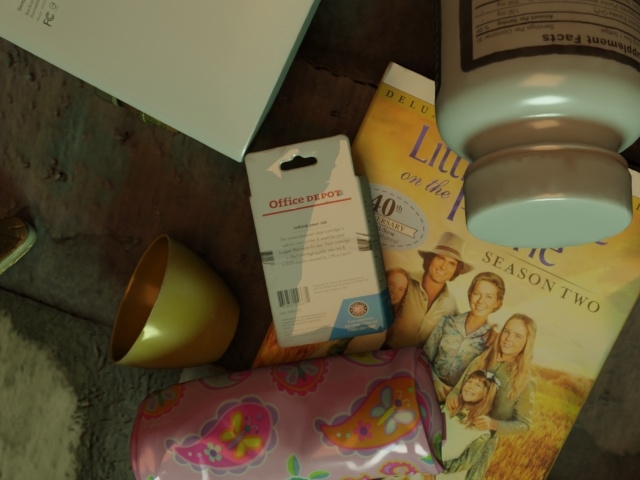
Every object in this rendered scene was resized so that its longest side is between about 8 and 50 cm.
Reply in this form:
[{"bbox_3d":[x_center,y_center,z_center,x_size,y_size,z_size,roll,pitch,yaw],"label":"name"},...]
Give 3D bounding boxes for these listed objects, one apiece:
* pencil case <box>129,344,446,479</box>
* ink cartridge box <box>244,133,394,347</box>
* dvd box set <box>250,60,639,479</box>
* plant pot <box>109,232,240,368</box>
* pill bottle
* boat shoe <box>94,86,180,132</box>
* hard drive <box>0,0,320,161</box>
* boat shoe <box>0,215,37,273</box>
[{"bbox_3d":[-0.030,0.175,0.919,0.284,0.124,0.124,-13,93,12],"label":"pencil case"},{"bbox_3d":[0.000,0.000,0.925,0.104,0.060,0.180,-10,91,13],"label":"ink cartridge box"},{"bbox_3d":[0.119,0.081,0.972,0.307,0.062,0.421,26,98,6],"label":"dvd box set"},{"bbox_3d":[-0.137,0.073,0.991,0.095,0.134,0.134,24,99,-22],"label":"plant pot"},{"bbox_3d":[0.182,-0.163,0.836,0.176,0.176,0.319,-1,73,9],"label":"pill bottle"},{"bbox_3d":[-0.107,-0.252,0.965,0.104,0.111,0.307,27,108,2],"label":"boat shoe"},{"bbox_3d":[-0.163,-0.231,0.901,0.307,0.040,0.203,28,108,3],"label":"hard drive"},{"bbox_3d":[-0.354,0.024,1.050,0.135,0.045,0.050,-30,80,8],"label":"boat shoe"}]
